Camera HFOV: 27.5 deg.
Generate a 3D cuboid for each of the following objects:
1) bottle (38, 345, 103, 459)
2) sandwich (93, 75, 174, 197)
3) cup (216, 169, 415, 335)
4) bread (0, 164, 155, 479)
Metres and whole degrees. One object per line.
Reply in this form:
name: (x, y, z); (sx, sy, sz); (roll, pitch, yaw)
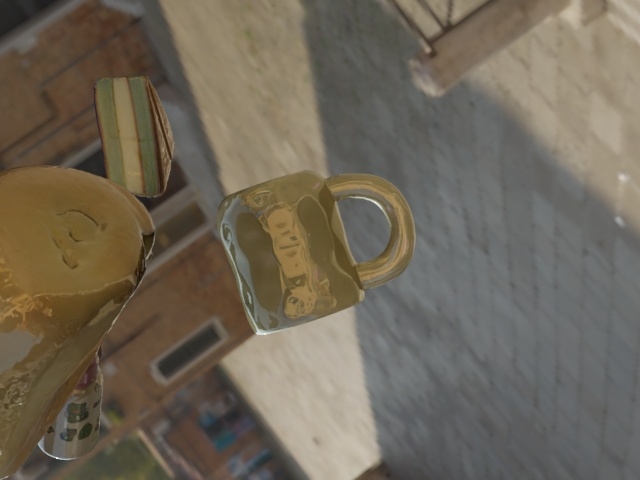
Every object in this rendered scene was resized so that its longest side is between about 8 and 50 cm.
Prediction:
bottle: (-0.458, 0.278, 2.404); (0.120, 0.120, 0.253); (46, 137, 36)
sandwich: (-0.352, -0.191, 2.406); (0.187, 0.117, 0.144); (71, -159, -53)
cup: (-0.011, 0.004, 1.835); (0.173, 0.255, 0.202); (-19, -89, -62)
bread: (-0.396, 0.101, 1.603); (0.253, 0.376, 0.348); (31, -149, -5)
